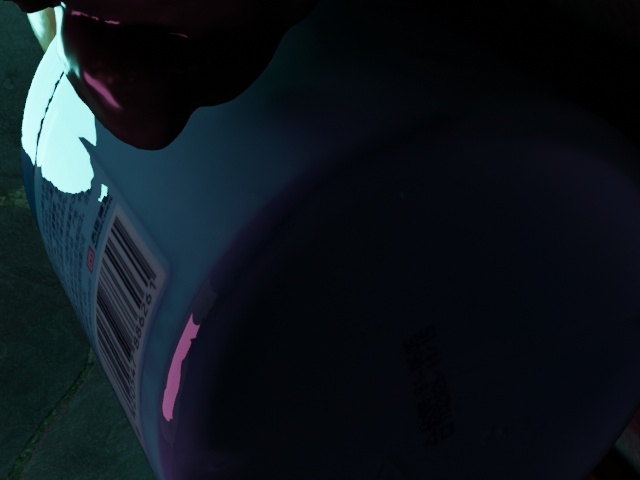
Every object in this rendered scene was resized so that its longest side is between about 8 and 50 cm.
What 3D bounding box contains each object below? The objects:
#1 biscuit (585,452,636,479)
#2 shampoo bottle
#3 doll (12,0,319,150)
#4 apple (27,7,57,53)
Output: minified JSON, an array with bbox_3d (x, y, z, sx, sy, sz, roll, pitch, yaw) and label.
[{"bbox_3d":[0.210,0.262,0.898,0.296,0.075,0.295,161,90,-75],"label":"biscuit"},{"bbox_3d":[0.000,0.000,0.695,0.342,0.331,0.331,49,159,52],"label":"shampoo bottle"},{"bbox_3d":[-0.059,-0.227,0.580,0.252,0.382,0.378,35,178,3],"label":"doll"},{"bbox_3d":[-0.120,-0.244,0.935,0.292,0.292,0.254,89,159,-60],"label":"apple"}]
